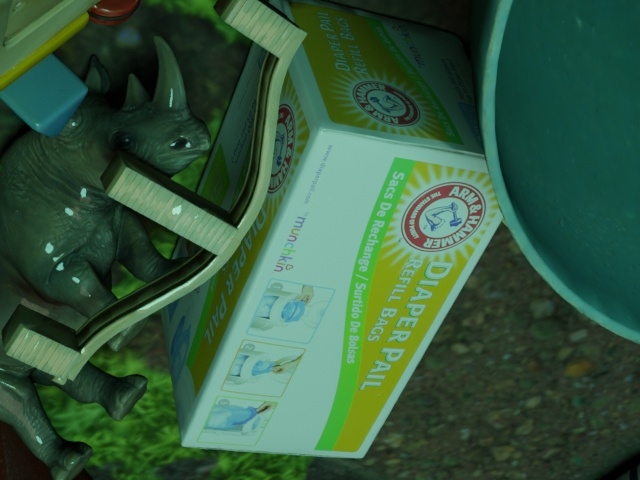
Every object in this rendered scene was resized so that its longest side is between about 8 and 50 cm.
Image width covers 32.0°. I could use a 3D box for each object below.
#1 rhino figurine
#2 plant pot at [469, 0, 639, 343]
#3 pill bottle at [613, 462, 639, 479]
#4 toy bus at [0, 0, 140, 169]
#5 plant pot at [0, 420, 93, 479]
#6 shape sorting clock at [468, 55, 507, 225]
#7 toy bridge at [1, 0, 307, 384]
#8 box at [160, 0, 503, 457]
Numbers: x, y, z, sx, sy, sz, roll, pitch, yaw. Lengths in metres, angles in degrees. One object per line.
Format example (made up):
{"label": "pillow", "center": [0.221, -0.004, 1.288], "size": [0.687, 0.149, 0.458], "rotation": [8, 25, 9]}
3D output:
{"label": "rhino figurine", "center": [-0.118, 0.004, 0.541], "size": [0.106, 0.073, 0.243], "rotation": [35, 124, 11]}
{"label": "plant pot", "center": [0.183, -0.121, 0.404], "size": [0.290, 0.195, 0.290], "rotation": [-3, 132, -4]}
{"label": "pill bottle", "center": [0.252, 0.227, 0.832], "size": [0.186, 0.112, 0.112], "rotation": [-41, 129, 22]}
{"label": "toy bus", "center": [-0.126, -0.105, 0.368], "size": [0.104, 0.202, 0.191], "rotation": [42, 102, 0]}
{"label": "plant pot", "center": [-0.228, 0.268, 0.618], "size": [0.267, 0.236, 0.267], "rotation": [-28, 135, -6]}
{"label": "shape sorting clock", "center": [0.171, -0.079, 0.578], "size": [0.206, 0.040, 0.206], "rotation": [-9, 124, -13]}
{"label": "toy bridge", "center": [-0.063, -0.014, 0.475], "size": [0.063, 0.026, 0.188], "rotation": [30, 101, -28]}
{"label": "box", "center": [0.000, 0.000, 0.554], "size": [0.103, 0.114, 0.203], "rotation": [8, 128, -23]}
